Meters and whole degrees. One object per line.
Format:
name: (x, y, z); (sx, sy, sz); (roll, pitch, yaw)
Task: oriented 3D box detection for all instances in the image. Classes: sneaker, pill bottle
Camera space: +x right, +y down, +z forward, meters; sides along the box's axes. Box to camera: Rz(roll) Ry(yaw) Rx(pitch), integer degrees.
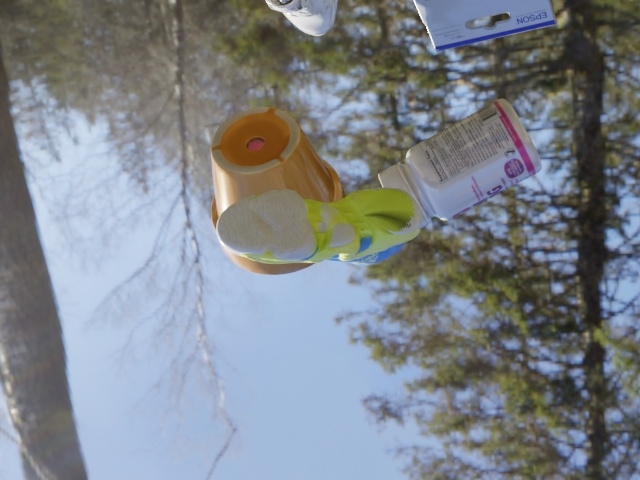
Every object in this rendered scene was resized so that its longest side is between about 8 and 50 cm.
sneaker: (0.000, 0.000, 1.124); (0.240, 0.091, 0.126); (-2, 156, 2)
pill bottle: (0.265, -0.138, 1.801); (0.283, 0.160, 0.160); (-29, -162, 10)
sneaker: (-0.054, -0.423, 1.582); (0.114, 0.152, 0.305); (-1, 157, 18)

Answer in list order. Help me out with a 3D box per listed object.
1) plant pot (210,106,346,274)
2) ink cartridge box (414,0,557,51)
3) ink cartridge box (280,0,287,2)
plant pot: (-0.074, -0.085, 1.361); (0.205, 0.188, 0.205); (-7, -128, 8)
ink cartridge box: (0.159, -0.383, 1.094); (0.166, 0.332, 0.065); (-8, -136, 24)
ink cartridge box: (-0.033, -0.416, 1.292); (0.072, 0.127, 0.175); (-23, -163, 24)
